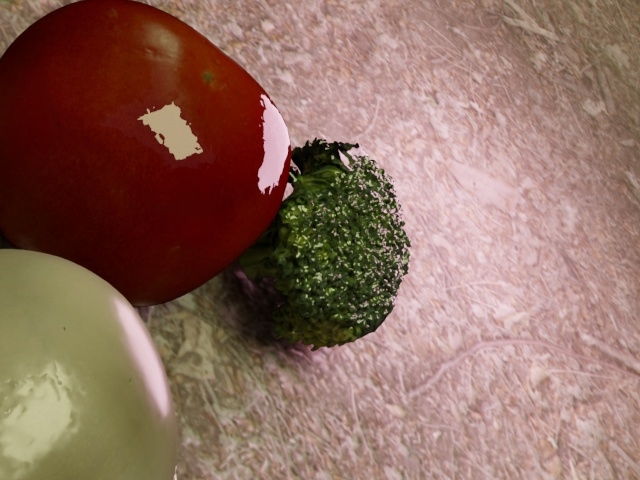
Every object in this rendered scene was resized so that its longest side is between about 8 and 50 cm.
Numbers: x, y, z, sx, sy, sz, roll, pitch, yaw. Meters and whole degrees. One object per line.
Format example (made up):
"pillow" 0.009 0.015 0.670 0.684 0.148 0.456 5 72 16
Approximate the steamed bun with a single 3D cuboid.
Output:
"steamed bun" -0.260 0.133 1.293 0.206 0.324 0.324 64 31 -21

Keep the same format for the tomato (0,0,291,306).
"tomato" -0.162 -0.082 1.675 0.298 0.226 0.299 30 41 -30

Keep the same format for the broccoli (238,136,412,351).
"broccoli" 0.003 -0.001 1.835 0.176 0.198 0.226 -18 37 -19
